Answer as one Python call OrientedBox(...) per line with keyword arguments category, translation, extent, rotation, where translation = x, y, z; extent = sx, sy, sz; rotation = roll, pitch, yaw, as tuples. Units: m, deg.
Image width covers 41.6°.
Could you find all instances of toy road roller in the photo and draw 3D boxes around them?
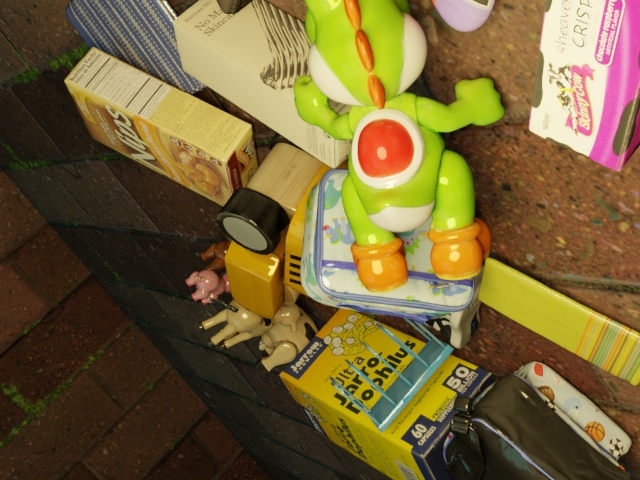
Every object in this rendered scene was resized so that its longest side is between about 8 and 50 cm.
OrientedBox(category="toy road roller", translation=(0.000, 0.000, 1.260), extent=(0.241, 0.202, 0.329), rotation=(27, 153, 12))

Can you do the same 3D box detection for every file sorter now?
OrientedBox(category="file sorter", translation=(0.108, 0.199, 1.350), extent=(0.104, 0.170, 0.118), rotation=(41, 176, -3))

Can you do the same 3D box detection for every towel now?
OrientedBox(category="towel", translation=(-0.302, -0.334, 1.403), extent=(0.243, 0.040, 0.336), rotation=(54, 153, -18))
OrientedBox(category="towel", translation=(0.318, 0.101, 1.096), extent=(0.237, 0.021, 0.102), rotation=(29, 149, 21))

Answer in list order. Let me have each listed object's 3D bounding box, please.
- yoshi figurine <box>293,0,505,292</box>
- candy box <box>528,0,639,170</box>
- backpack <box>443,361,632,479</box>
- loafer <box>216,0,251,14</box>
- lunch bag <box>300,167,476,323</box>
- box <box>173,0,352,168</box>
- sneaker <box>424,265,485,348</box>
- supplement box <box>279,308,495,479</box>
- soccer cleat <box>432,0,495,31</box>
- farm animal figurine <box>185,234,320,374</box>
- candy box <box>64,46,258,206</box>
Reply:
OrientedBox(category="yoshi figurine", translation=(0.072, -0.140, 0.905), extent=(0.203, 0.204, 0.362), rotation=(18, 131, 54))
OrientedBox(category="candy box", translation=(0.225, -0.178, 0.522), extent=(0.071, 0.233, 0.159), rotation=(32, 153, 27))
OrientedBox(category="backpack", translation=(0.313, 0.327, 1.274), extent=(0.276, 0.213, 0.263), rotation=(46, 150, 13))
OrientedBox(category="loafer", translation=(-0.085, -0.362, 0.854), extent=(0.130, 0.134, 0.366), rotation=(45, 157, -2))
OrientedBox(category="lunch bag", translation=(0.089, 0.009, 1.062), extent=(0.219, 0.176, 0.090), rotation=(10, 164, -15))
OrientedBox(category="box", translation=(-0.051, -0.217, 1.078), extent=(0.275, 0.113, 0.094), rotation=(34, 155, 21))
OrientedBox(category="sneaker", translation=(0.173, 0.078, 1.241), extent=(0.121, 0.079, 0.216), rotation=(33, 156, 22))
OrientedBox(category="supplement box", translation=(0.135, 0.297, 1.531), extent=(0.357, 0.194, 0.195), rotation=(21, 148, 43))
OrientedBox(category="soccer cleat", translation=(0.106, -0.276, 0.733), extent=(0.083, 0.095, 0.248), rotation=(31, 154, 29))
OrientedBox(category="farm animal figurine", translation=(-0.100, 0.122, 1.620), extent=(0.326, 0.172, 0.330), rotation=(54, -169, -30))
OrientedBox(category="candy box", translation=(-0.262, -0.185, 1.431), extent=(0.317, 0.087, 0.183), rotation=(27, 158, 13))
